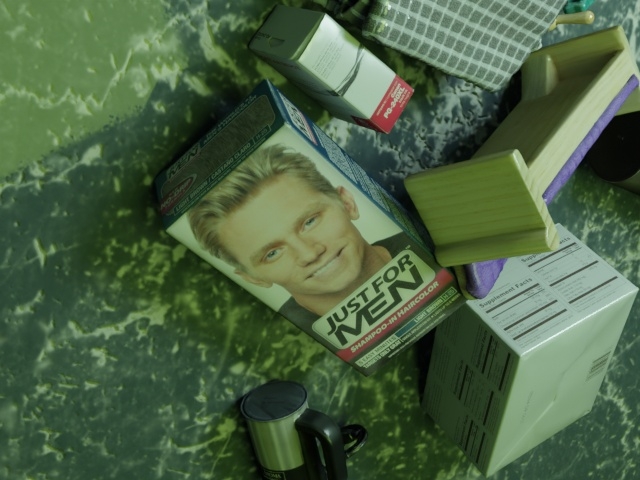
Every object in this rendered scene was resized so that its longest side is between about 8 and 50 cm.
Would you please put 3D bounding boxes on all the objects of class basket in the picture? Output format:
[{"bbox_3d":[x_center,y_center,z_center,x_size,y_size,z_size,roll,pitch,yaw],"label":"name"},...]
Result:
[{"bbox_3d":[0.510,-0.135,1.353,0.226,0.154,0.204,6,116,-31],"label":"basket"}]

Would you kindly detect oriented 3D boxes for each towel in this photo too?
[{"bbox_3d":[0.163,-0.299,1.021,0.283,0.121,0.235,10,125,-42],"label":"towel"}]

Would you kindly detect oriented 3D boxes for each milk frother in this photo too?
[{"bbox_3d":[-0.016,0.237,1.176,0.143,0.129,0.135,-62,145,-58],"label":"milk frother"}]

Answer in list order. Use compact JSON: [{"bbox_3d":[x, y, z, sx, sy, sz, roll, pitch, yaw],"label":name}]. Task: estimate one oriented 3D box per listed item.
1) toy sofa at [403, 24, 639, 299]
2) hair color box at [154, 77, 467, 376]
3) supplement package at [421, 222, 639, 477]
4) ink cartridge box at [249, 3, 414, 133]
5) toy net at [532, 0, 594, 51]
[{"bbox_3d":[0.267,-0.095,1.109,0.362,0.150,0.177,-45,114,-42],"label":"toy sofa"},{"bbox_3d":[0.000,0.000,1.052,0.174,0.105,0.347,-40,127,14],"label":"hair color box"},{"bbox_3d":[0.267,0.146,1.236,0.204,0.145,0.262,-24,141,-25],"label":"supplement package"},{"bbox_3d":[0.012,-0.188,1.026,0.150,0.109,0.063,34,87,-36],"label":"ink cartridge box"},{"bbox_3d":[0.311,-0.309,1.194,0.232,0.122,0.045,-28,123,1],"label":"toy net"}]
